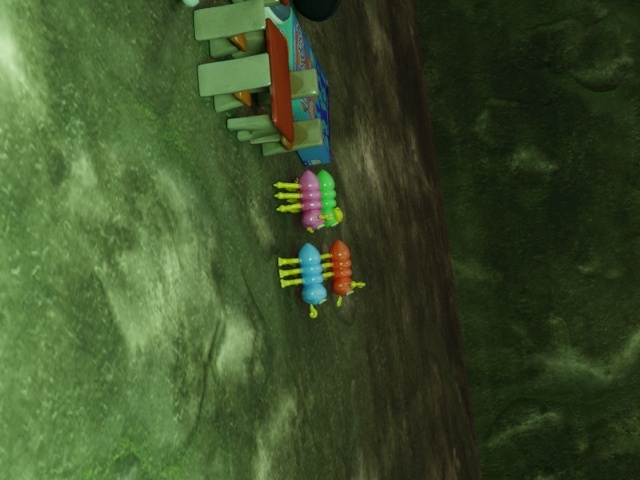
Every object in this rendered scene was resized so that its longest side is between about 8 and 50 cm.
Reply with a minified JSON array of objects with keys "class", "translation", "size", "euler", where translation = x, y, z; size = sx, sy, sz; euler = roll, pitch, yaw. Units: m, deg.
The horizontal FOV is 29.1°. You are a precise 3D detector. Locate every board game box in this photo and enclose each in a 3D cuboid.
[{"class":"board game box","translation":[-0.034,-0.235,1.917],"size":[0.210,0.047,0.160],"euler":[56,28,-59]}]

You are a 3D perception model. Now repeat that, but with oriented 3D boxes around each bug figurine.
[{"class":"bug figurine","translation":[0.000,0.000,1.856],"size":[0.279,0.072,0.216],"euler":[-9,90,-76]}]

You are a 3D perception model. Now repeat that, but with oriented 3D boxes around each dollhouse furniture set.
[{"class":"dollhouse furniture set","translation":[-0.059,-0.261,1.634],"size":[0.262,0.135,0.259],"euler":[41,42,-70]}]

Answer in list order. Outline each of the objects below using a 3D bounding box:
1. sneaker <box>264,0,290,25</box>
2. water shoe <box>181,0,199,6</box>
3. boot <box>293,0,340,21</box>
[{"class":"sneaker","translation":[-0.059,-0.486,1.754],"size":[0.131,0.148,0.350],"euler":[-49,130,-73]},{"class":"water shoe","translation":[-0.141,-0.374,1.483],"size":[0.073,0.080,0.203],"euler":[57,27,-58]},{"class":"boot","translation":[-0.037,-0.439,1.958],"size":[0.207,0.094,0.246],"euler":[-48,151,-52]}]
